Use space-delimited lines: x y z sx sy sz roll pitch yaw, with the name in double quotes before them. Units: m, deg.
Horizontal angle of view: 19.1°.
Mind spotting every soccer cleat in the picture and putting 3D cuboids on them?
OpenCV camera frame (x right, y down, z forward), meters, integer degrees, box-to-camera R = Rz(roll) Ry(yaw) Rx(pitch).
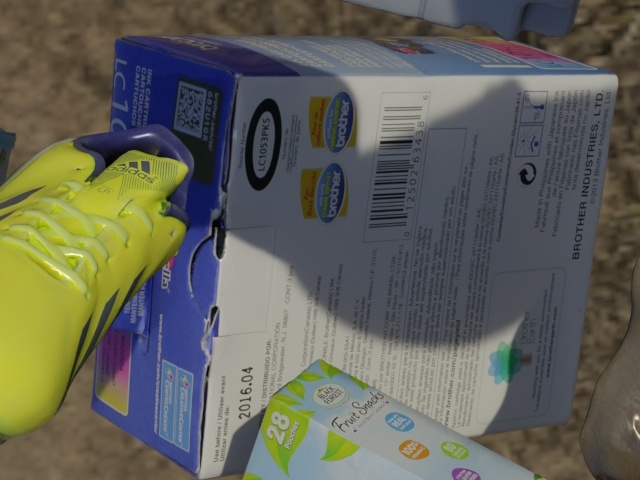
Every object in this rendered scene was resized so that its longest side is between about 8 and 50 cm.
"soccer cleat" -0.117 0.002 0.866 0.093 0.121 0.289 50 -169 -9

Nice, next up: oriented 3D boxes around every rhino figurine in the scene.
"rhino figurine" 0.223 0.044 1.074 0.073 0.106 0.243 -93 21 -85

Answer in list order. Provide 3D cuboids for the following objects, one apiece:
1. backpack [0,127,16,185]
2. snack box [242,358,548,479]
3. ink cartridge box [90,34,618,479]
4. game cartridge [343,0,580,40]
"backpack" -0.284 -0.059 1.200 0.166 0.188 0.144 5 79 17
"snack box" 0.048 0.192 1.067 0.207 0.070 0.174 27 117 18
"ink cartridge box" 0.000 0.000 1.288 0.151 0.395 0.270 22 110 49
"game cartridge" -0.029 -0.186 0.703 0.196 0.294 0.060 100 -173 -53
